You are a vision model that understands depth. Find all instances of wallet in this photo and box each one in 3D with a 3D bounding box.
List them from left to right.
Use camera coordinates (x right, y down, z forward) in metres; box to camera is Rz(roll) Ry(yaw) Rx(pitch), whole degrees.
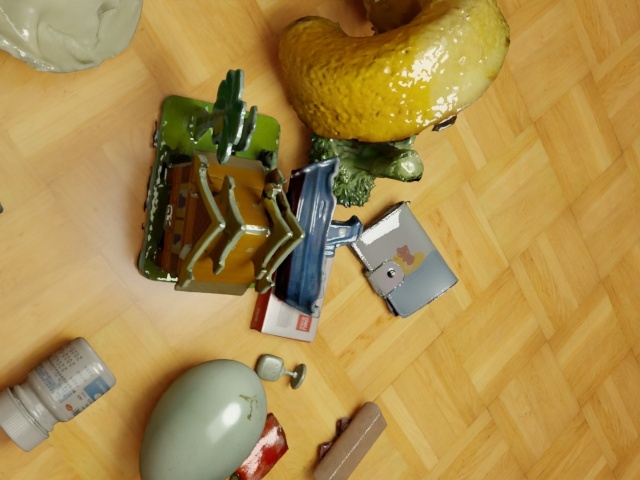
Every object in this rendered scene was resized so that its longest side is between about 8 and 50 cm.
[{"bbox_3d":[0.170,0.045,1.343,0.170,0.069,0.231,-36,108,-3],"label":"wallet"}]

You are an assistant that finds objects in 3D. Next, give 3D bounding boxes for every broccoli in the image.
[{"bbox_3d":[0.115,-0.145,1.182,0.198,0.275,0.177,-12,105,-43],"label":"broccoli"}]

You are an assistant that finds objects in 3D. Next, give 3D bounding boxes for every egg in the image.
[{"bbox_3d":[-0.204,0.326,1.090,0.183,0.183,0.264,43,79,-25],"label":"egg"}]

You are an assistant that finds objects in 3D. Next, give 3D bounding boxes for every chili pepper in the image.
[{"bbox_3d":[-0.138,0.417,1.195,0.192,0.084,0.086,-39,79,-24],"label":"chili pepper"}]

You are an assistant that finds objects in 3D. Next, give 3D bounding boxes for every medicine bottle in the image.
[{"bbox_3d":[-0.421,0.241,1.005,0.168,0.105,0.105,-38,111,-21],"label":"medicine bottle"}]

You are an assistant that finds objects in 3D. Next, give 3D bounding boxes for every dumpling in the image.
[{"bbox_3d":[-0.385,-0.423,0.945,0.315,0.233,0.395,49,52,-57],"label":"dumpling"}]

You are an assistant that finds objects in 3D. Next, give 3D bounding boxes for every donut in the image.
[{"bbox_3d":[0.137,-0.376,1.116,0.435,0.377,0.163,-56,141,-21],"label":"donut"}]

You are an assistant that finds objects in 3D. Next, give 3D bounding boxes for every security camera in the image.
[{"bbox_3d":[-0.080,0.252,1.237,0.092,0.058,0.058,26,81,-17],"label":"security camera"}]

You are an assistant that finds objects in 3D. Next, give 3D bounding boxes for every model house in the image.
[{"bbox_3d":[-0.122,-0.082,1.031,0.242,0.313,0.357,10,89,-32],"label":"model house"}]

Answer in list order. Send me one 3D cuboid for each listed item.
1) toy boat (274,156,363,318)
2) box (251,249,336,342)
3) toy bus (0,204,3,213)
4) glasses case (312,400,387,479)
[{"bbox_3d":[0.000,0.000,1.138,0.142,0.129,0.309,4,109,-10],"label":"toy boat"},{"bbox_3d":[-0.048,0.075,1.232,0.123,0.050,0.229,16,87,-30],"label":"box"},{"bbox_3d":[-0.517,-0.061,0.851,0.116,0.234,0.133,-41,110,-20],"label":"toy bus"},{"bbox_3d":[0.057,0.429,1.323,0.193,0.070,0.102,-48,142,-19],"label":"glasses case"}]
